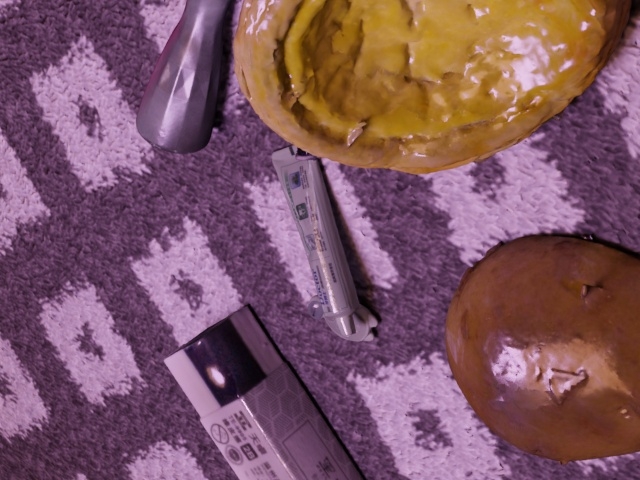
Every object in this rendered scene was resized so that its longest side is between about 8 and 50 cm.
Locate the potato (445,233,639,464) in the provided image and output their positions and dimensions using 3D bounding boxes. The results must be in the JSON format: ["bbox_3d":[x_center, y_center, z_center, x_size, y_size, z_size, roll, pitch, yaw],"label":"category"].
[{"bbox_3d":[0.230,0.116,1.335,0.299,0.116,0.239,5,113,36],"label":"potato"}]

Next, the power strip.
[{"bbox_3d":[0.027,0.083,1.543,0.083,0.035,0.055,22,128,13],"label":"power strip"}]

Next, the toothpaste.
[{"bbox_3d":[0.000,0.000,1.497,0.064,0.041,0.218,-17,91,42],"label":"toothpaste"}]

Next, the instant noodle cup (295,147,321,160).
[{"bbox_3d":[0.019,-0.158,1.348,0.127,0.127,0.136,-6,103,42],"label":"instant noodle cup"}]

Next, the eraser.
[{"bbox_3d":[-0.030,0.279,1.656,0.098,0.096,0.404,-31,92,47],"label":"eraser"}]

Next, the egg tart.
[{"bbox_3d":[0.095,-0.203,1.181,0.345,0.132,0.345,-2,140,-2],"label":"egg tart"}]

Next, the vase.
[{"bbox_3d":[-0.136,-0.201,1.475,0.086,0.086,0.214,35,128,19],"label":"vase"}]
